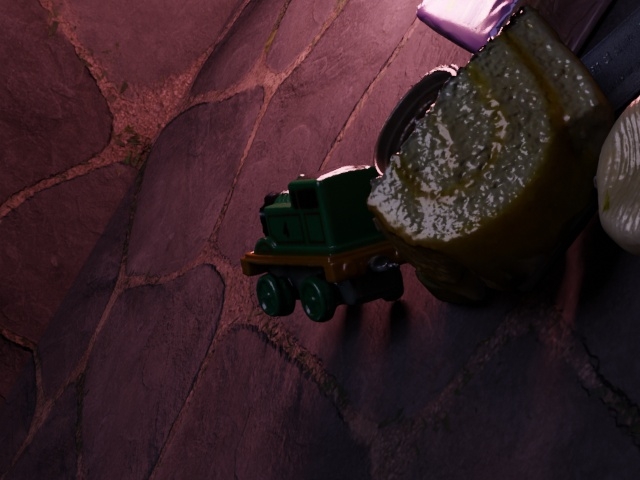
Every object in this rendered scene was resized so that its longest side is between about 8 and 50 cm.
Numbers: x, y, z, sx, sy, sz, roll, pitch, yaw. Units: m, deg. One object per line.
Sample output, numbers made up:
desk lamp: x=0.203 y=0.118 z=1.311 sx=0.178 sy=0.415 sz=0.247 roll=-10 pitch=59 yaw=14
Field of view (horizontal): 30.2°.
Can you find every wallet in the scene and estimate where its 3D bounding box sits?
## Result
wallet: x=0.460 y=-0.266 z=1.736 sx=0.222 sy=0.036 sz=0.167 roll=-46 pitch=30 yaw=31

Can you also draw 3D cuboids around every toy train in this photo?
toy train: x=0.000 y=0.000 z=2.051 sx=0.429 sy=0.178 sz=0.249 roll=1 pitch=104 yaw=61

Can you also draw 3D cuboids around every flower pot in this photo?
flower pot: x=0.206 y=-0.165 z=1.998 sx=0.235 sy=0.141 sz=0.235 roll=-41 pitch=33 yaw=34

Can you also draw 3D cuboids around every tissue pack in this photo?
tissue pack: x=0.324 y=-0.412 z=1.998 sx=0.242 sy=0.160 sz=0.338 roll=-56 pitch=25 yaw=11

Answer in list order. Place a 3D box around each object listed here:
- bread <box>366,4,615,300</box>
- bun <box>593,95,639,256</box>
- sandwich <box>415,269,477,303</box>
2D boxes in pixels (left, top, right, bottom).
bread: x=0.276 y=-0.101 z=1.648 sx=0.264 sy=0.239 sz=0.395 roll=36 pitch=82 yaw=26
bun: x=0.450 y=-0.090 z=1.445 sx=0.259 sy=0.160 sz=0.259 roll=-163 pitch=90 yaw=-75
sandwich: x=0.222 y=0.014 z=1.851 sx=0.160 sy=0.109 sz=0.185 roll=-43 pitch=23 yaw=-6
